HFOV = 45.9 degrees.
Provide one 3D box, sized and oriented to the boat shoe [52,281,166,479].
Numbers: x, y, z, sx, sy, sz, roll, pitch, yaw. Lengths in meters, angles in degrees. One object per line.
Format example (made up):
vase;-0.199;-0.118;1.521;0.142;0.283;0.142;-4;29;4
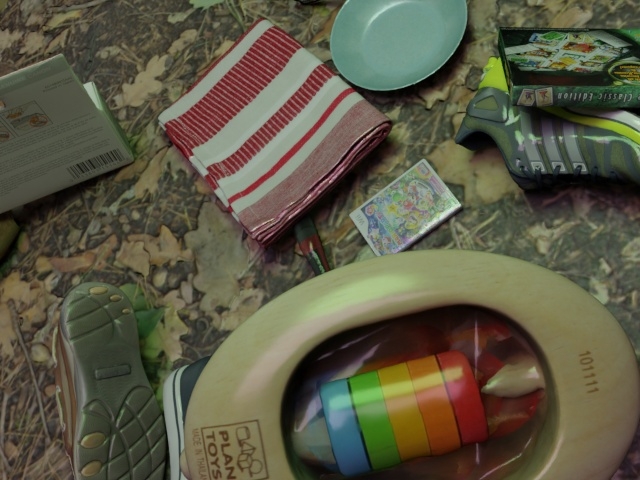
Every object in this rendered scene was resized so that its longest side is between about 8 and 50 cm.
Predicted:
boat shoe;-0.284;0.221;0.990;0.116;0.123;0.324;-29;65;51

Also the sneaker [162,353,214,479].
sneaker;-0.094;0.273;0.863;0.128;0.126;0.321;-27;60;19

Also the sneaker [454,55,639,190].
sneaker;0.284;-0.098;0.859;0.300;0.111;0.121;38;98;37

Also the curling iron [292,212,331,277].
curling iron;0.000;0.000;0.982;0.068;0.035;0.274;-25;55;-10

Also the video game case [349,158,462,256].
video game case;0.107;-0.037;0.958;0.122;0.011;0.087;-37;60;8

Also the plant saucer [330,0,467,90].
plant saucer;0.109;-0.283;1.036;0.195;0.037;0.194;-9;68;22

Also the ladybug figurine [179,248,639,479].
ladybug figurine;0.081;0.168;0.762;0.450;0.162;0.305;-11;85;3

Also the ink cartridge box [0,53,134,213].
ink cartridge box;-0.451;-0.147;1.069;0.296;0.261;0.066;-22;63;-3

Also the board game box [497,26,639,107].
board game box;0.331;-0.190;0.823;0.260;0.030;0.136;2;40;4

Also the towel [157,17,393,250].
towel;-0.080;-0.167;1.059;0.237;0.037;0.329;-44;53;2

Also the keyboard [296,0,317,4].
keyboard;-0.007;-0.388;1.140;0.192;0.038;0.100;4;49;27

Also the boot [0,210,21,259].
boot;-0.619;-0.045;1.251;0.305;0.112;0.115;23;65;23
